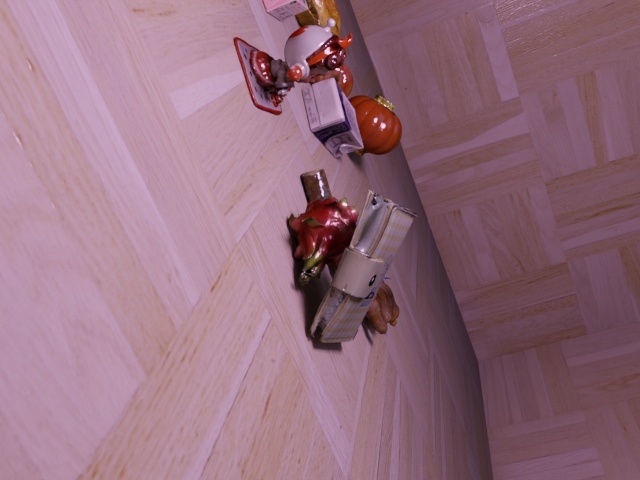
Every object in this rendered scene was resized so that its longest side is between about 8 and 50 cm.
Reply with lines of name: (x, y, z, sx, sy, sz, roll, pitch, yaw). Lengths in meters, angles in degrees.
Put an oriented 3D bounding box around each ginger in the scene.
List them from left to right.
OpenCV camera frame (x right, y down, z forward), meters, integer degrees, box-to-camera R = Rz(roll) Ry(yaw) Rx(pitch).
ginger: (0.153, 0.167, 1.751, 0.166, 0.080, 0.333, 64, 10, 14)

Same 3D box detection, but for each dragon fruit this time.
dragon fruit: (0.000, -0.004, 1.338, 0.137, 0.135, 0.236, 59, 41, -14)

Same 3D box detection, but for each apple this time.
apple: (0.036, -0.473, 1.963, 0.102, 0.126, 0.126, -110, 179, -76)

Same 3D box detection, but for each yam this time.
yam: (0.019, -0.035, 1.554, 0.061, 0.061, 0.274, -20, 94, -74)

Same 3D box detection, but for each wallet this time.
wallet: (0.087, 0.062, 1.339, 0.309, 0.077, 0.223, -65, 162, 5)

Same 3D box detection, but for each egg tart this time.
egg tart: (-0.025, -0.750, 2.066, 0.295, 0.116, 0.295, -16, 90, -77)

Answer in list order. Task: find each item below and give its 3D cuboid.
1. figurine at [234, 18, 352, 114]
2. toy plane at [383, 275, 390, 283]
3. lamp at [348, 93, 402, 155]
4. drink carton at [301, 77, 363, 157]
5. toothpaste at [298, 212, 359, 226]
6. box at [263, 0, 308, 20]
figurine: (-0.036, -0.394, 1.432, 0.183, 0.226, 0.160, -17, 89, -75)
toy plane: (0.196, 0.102, 2.070, 0.084, 0.024, 0.078, 51, 27, -39)
lamp: (0.159, -0.373, 2.144, 0.223, 0.196, 0.223, 33, 9, -6)
drink carton: (0.040, -0.344, 1.880, 0.222, 0.102, 0.134, 35, 39, -65)
toothpaste: (0.031, -0.033, 1.501, 0.197, 0.035, 0.057, 1, 68, -42)
box: (-0.092, -0.629, 1.750, 0.125, 0.089, 0.043, -27, 99, -76)
